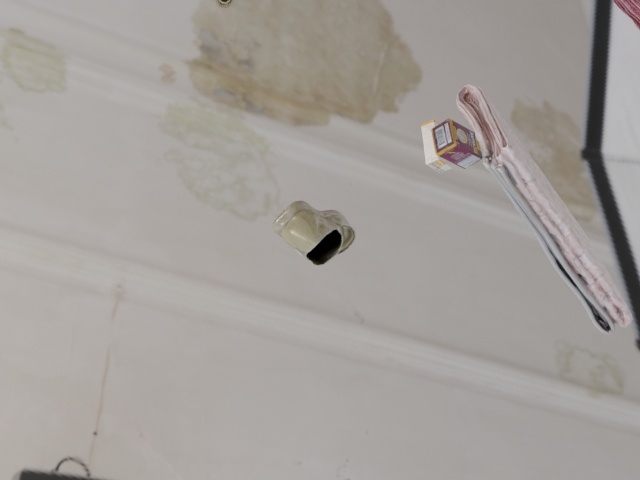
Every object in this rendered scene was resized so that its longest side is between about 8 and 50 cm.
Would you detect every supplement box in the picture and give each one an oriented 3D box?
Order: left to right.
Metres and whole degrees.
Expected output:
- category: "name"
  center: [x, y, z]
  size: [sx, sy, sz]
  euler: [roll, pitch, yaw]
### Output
- category: "supplement box"
  center: [0.254, -0.205, 1.920]
  size: [0.062, 0.036, 0.098]
  euler: [24, -125, -49]
- category: "supplement box"
  center: [0.236, -0.166, 1.516]
  size: [0.083, 0.043, 0.055]
  euler: [18, -126, -42]

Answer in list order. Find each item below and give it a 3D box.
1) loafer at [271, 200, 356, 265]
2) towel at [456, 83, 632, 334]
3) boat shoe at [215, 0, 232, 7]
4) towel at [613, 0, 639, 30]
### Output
- category: "loafer"
  center: [0.000, 0.000, 1.600]
  size: [0.092, 0.102, 0.268]
  euler: [52, -165, 20]
- category: "towel"
  center: [0.318, -0.056, 1.281]
  size: [0.332, 0.053, 0.317]
  euler: [51, -163, -19]
- category: "boat shoe"
  center: [-0.198, -0.503, 1.786]
  size: [0.050, 0.135, 0.045]
  euler: [-7, -100, -4]
- category: "towel"
  center: [0.384, -0.423, 1.203]
  size: [0.237, 0.037, 0.329]
  euler: [38, -140, -11]
